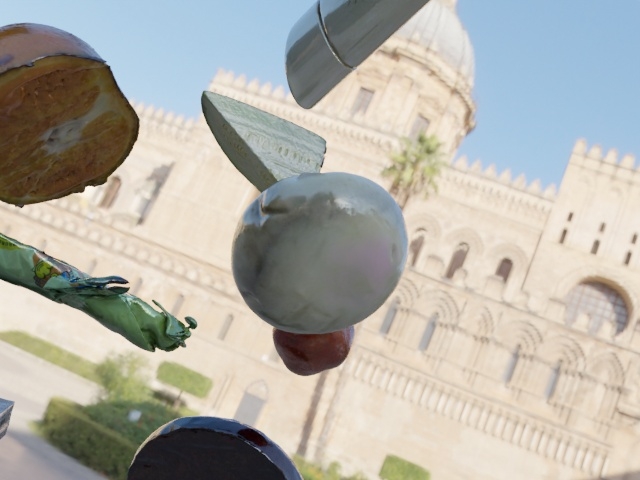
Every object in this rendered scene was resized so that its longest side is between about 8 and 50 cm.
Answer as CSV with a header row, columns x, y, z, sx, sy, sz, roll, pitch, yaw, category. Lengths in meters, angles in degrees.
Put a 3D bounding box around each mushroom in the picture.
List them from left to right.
x,y,z,sx,sy,sz,roll,pitch,yaw,category
0.011,0.028,1.429,0.315,0.315,0.356,19,0,19,mushroom

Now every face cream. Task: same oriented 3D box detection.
x,y,z,sx,sy,sz,roll,pitch,yaw,category
0.083,-0.337,1.079,0.081,0.174,0.348,31,-54,-34,face cream

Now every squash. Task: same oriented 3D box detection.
x,y,z,sx,sy,sz,roll,pitch,yaw,category
-0.143,-0.166,1.700,0.288,0.203,0.111,18,-24,-14,squash

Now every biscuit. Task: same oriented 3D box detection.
x,y,z,sx,sy,sz,roll,pitch,yaw,category
-0.208,0.540,1.649,0.407,0.407,0.091,22,23,9,biscuit

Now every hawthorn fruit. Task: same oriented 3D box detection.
x,y,z,sx,sy,sz,roll,pitch,yaw,category
-0.019,0.197,1.685,0.189,0.189,0.189,22,-16,7,hawthorn fruit

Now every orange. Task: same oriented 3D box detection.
x,y,z,sx,sy,sz,roll,pitch,yaw,category
-0.398,-0.175,1.143,0.274,0.274,0.310,28,6,-12,orange

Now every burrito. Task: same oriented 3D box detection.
x,y,z,sx,sy,sz,roll,pitch,yaw,category
-0.257,0.043,0.823,0.288,0.054,0.104,29,-18,-15,burrito

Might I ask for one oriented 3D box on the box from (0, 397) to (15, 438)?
x,y,z,sx,sy,sz,roll,pitch,yaw,category
-0.341,0.151,0.722,0.117,0.036,0.050,17,2,-3,box
